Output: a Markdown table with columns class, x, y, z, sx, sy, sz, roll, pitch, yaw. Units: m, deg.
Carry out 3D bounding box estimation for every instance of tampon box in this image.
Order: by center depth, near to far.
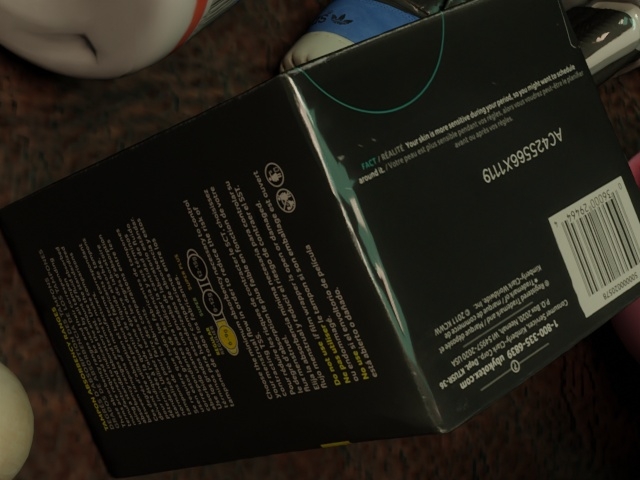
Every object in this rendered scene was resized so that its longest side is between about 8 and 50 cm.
| class | x | y | z | sx | sy | sz | roll | pitch | yaw |
| --- | --- | --- | --- | --- | --- | --- | --- | --- | --- |
| tampon box | 0.000 | 0.000 | 0.448 | 0.120 | 0.161 | 0.101 | -27 | 97 | -40 |

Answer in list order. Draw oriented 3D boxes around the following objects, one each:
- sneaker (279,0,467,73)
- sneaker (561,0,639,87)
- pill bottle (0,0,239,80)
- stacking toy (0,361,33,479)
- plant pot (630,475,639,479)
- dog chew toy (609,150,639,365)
| class | x | y | z | sx | sy | sz | roll | pitch | yaw |
| --- | --- | --- | --- | --- | --- | --- | --- | --- | --- |
| sneaker | 0.059 | -0.047 | 0.579 | 0.152 | 0.058 | 0.085 | 44 | 62 | -15 |
| sneaker | 0.180 | -0.094 | 0.656 | 0.228 | 0.086 | 0.132 | -41 | 119 | -14 |
| pill bottle | -0.031 | -0.159 | 0.491 | 0.124 | 0.124 | 0.221 | 55 | 49 | -14 |
| stacking toy | -0.170 | -0.086 | 0.363 | 0.141 | 0.141 | 0.330 | -2 | 73 | -41 |
| plant pot | 0.183 | 0.186 | 0.474 | 0.323 | 0.280 | 0.323 | 13 | 70 | -38 |
| dog chew toy | 0.263 | 0.057 | 0.640 | 0.331 | 0.206 | 0.207 | 31 | 60 | -22 |
